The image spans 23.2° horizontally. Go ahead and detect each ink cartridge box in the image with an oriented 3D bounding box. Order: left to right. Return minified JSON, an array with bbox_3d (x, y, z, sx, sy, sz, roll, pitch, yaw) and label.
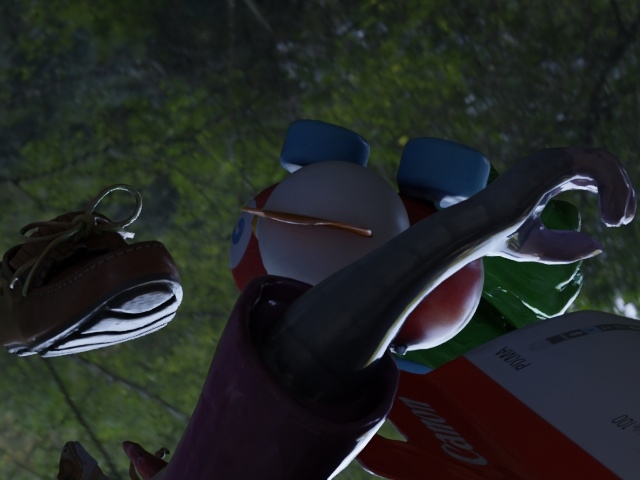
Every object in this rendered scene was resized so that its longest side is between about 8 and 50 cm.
[{"bbox_3d":[0.176,0.101,0.989,0.308,0.385,0.091,-141,-113,-72],"label":"ink cartridge box"}]

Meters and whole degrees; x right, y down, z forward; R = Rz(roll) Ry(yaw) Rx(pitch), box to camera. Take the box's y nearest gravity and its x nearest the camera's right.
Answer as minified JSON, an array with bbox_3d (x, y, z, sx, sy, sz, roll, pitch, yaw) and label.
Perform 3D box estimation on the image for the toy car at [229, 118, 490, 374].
[{"bbox_3d":[0.000,0.000,1.190,0.210,0.238,0.219,11,-101,24],"label":"toy car"}]

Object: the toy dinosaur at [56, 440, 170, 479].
[{"bbox_3d":[-0.077,0.197,0.978,0.112,0.064,0.211,-46,-112,0],"label":"toy dinosaur"}]

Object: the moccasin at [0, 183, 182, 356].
[{"bbox_3d":[-0.229,0.029,1.473,0.139,0.380,0.147,-11,-90,-18],"label":"moccasin"}]

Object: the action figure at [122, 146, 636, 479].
[{"bbox_3d":[0.032,0.141,0.385,0.276,0.248,0.370,-39,-153,-29],"label":"action figure"}]

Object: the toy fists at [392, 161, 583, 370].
[{"bbox_3d":[0.163,0.055,1.484,0.142,0.279,0.096,41,-136,19],"label":"toy fists"}]
